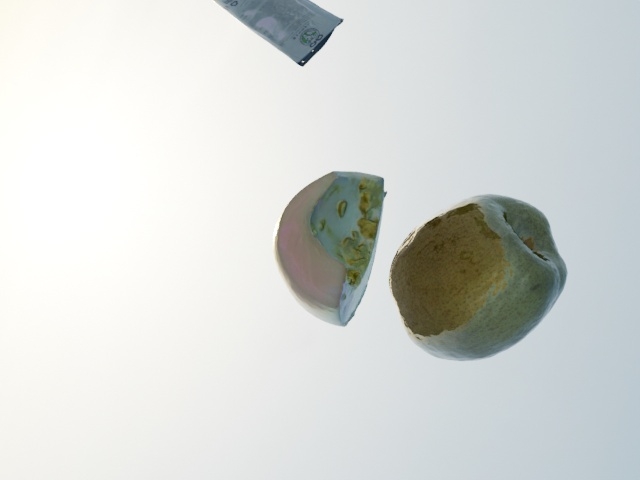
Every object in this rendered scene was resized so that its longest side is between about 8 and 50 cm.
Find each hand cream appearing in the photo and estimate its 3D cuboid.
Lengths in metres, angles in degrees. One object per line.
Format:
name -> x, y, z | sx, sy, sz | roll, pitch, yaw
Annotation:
hand cream -> -0.092, -0.408, 2.150 | 0.121, 0.336, 0.076 | -40, -126, 21

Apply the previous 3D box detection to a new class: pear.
pear -> 0.184, 0.051, 1.502 | 0.211, 0.188, 0.228 | -44, 172, 30

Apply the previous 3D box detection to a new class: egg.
egg -> -0.001, 0.016, 2.002 | 0.206, 0.161, 0.271 | 88, 19, -51
